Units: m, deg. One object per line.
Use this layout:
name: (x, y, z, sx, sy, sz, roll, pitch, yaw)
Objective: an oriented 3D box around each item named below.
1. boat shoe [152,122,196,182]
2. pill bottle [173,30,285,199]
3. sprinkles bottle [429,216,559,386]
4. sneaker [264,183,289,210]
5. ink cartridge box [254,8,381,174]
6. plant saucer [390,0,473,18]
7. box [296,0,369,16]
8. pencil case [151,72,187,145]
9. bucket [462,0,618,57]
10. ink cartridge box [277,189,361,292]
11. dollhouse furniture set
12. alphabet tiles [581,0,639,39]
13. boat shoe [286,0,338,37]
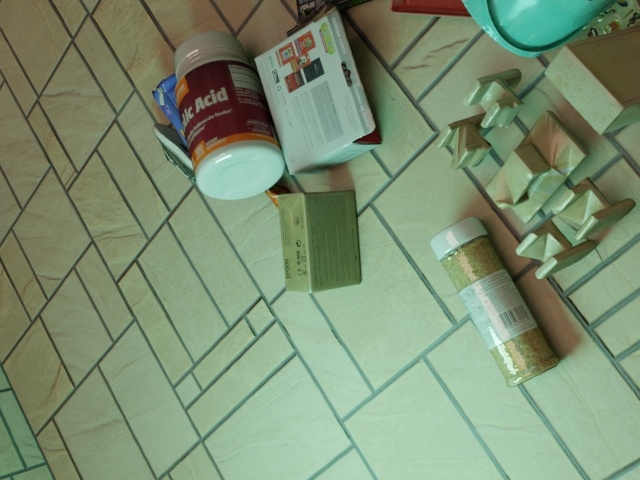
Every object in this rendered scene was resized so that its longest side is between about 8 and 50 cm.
boat shoe: (-0.414, -0.250, 2.294, 0.219, 0.078, 0.070, 46, 118, 24)
pill bottle: (-0.241, -0.319, 2.030, 0.224, 0.224, 0.392, -37, 58, 34)
sprinkles bottle: (0.363, 0.127, 1.699, 0.121, 0.121, 0.355, -37, 72, 34)
sneaker: (-0.093, -0.088, 2.072, 0.175, 0.064, 0.067, 44, 128, 29)
ink cartridge box: (0.017, -0.346, 1.919, 0.272, 0.130, 0.309, -22, 81, 37)
plant saucer: (0.280, -0.611, 1.733, 0.259, 0.048, 0.258, 18, 105, 41)
box: (0.053, -0.664, 1.908, 0.270, 0.060, 0.216, -8, 89, 38)
pencil case: (-0.348, -0.323, 2.202, 0.119, 0.133, 0.306, -43, 70, 32)
bucket: (0.393, -0.484, 1.474, 0.183, 0.281, 0.281, -40, 70, 44)
ink cartridge box: (0.000, 0.000, 1.923, 0.088, 0.193, 0.234, -4, 91, 40)
dollhouse furniture set: (0.488, -0.201, 1.559, 0.362, 0.256, 0.394, 55, 144, 21)
alphabet tiles: (0.522, -0.501, 1.547, 0.198, 0.009, 0.237, -21, 98, 39)
boat shoe: (-0.026, -0.530, 1.923, 0.152, 0.056, 0.049, -23, 114, 35)
